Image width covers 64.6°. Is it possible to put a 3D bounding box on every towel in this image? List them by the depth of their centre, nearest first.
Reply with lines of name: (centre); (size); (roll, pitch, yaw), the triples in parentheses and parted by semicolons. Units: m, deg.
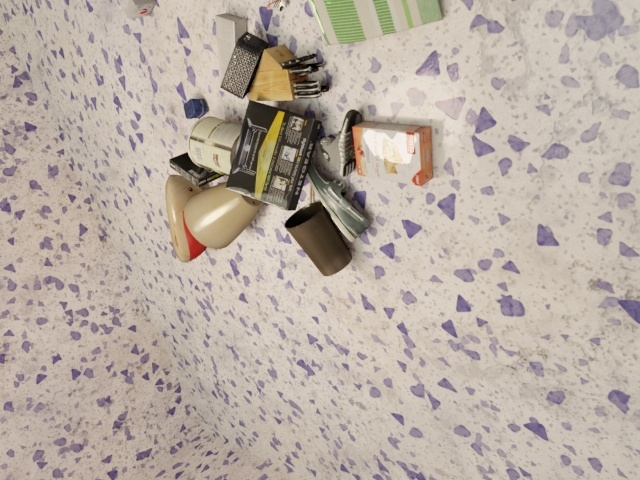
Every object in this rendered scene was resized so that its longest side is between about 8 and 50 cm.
towel: (0.114, -0.621, 1.236); (0.324, 0.038, 0.248); (-4, 130, 30)

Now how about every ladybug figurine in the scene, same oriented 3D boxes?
ladybug figurine: (-0.603, -0.094, 2.317); (0.305, 0.161, 0.449); (-110, 18, -49)

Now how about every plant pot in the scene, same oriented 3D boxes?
plant pot: (-0.366, -0.136, 2.043); (0.274, 0.256, 0.257); (-29, 93, 36)

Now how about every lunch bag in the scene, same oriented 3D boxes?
lunch bag: (-0.498, -0.530, 2.031); (0.098, 0.065, 0.067); (-10, 92, 51)

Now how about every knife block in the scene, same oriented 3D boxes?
knife block: (-0.094, -0.485, 1.609); (0.242, 0.088, 0.276); (50, 141, 10)

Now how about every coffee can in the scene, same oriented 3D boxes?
coffee can: (-0.331, -0.338, 1.872); (0.275, 0.201, 0.202); (23, 130, 36)

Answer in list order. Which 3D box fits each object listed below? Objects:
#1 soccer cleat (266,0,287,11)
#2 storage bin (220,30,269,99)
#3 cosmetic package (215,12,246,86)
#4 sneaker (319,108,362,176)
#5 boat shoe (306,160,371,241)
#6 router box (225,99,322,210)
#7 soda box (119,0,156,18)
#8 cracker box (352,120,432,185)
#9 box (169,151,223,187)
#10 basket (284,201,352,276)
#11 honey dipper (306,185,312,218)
soccer cleat: (-0.133, -0.714, 1.544); (0.083, 0.029, 0.036); (-2, 109, 43)
storage bin: (-0.247, -0.569, 1.649); (0.084, 0.122, 0.180); (26, 127, -8)
cosmetic package: (-0.302, -0.645, 1.745); (0.099, 0.060, 0.239); (32, 136, 31)
sneaker: (0.050, -0.317, 1.576); (0.132, 0.086, 0.229); (35, 138, 29)
boat shoe: (0.053, -0.149, 1.703); (0.099, 0.116, 0.319); (-35, 78, 9)
router box: (-0.157, -0.279, 1.670); (0.242, 0.081, 0.309); (21, 101, 17)
soda box: (-0.758, -1.012, 1.953); (0.091, 0.098, 0.286); (-24, 97, 52)
cracker box: (0.207, -0.254, 1.463); (0.232, 0.067, 0.156); (16, 126, 39)
box: (-0.487, -0.307, 2.073); (0.190, 0.184, 0.045); (35, 136, 27)
basket: (0.000, 0.000, 1.775); (0.227, 0.154, 0.204); (56, 171, -18)
honey dipper: (-0.034, -0.148, 1.827); (0.030, 0.030, 0.161); (26, 128, 33)
